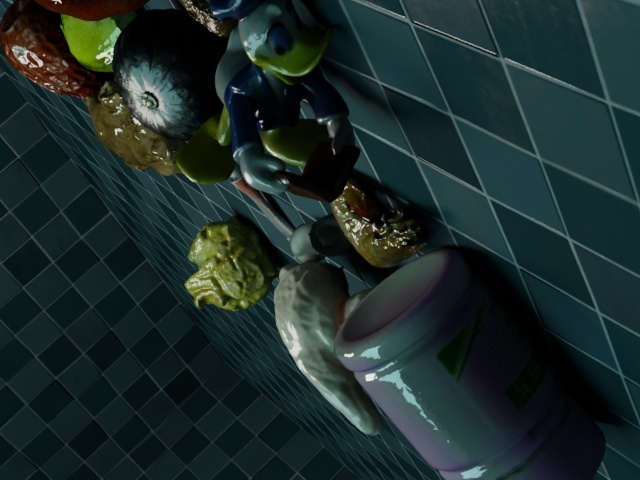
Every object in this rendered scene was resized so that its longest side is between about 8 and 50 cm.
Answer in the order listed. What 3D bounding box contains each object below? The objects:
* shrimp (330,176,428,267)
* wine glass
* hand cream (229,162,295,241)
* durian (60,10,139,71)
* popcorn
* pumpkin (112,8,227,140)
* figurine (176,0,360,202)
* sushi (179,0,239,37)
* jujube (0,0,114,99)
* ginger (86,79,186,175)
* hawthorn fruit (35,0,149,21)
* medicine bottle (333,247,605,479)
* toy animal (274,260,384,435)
[{"bbox_3d":[0.073,-0.034,1.595,0.152,0.063,0.287,59,168,-2],"label":"shrimp"},{"bbox_3d":[0.000,0.000,1.885,0.072,0.072,0.155,48,167,-5],"label":"wine glass"},{"bbox_3d":[-0.099,-0.064,2.094,0.216,0.038,0.052,48,-168,-30],"label":"hand cream"},{"bbox_3d":[-0.355,-0.348,1.928,0.250,0.101,0.139,32,125,48],"label":"durian"},{"bbox_3d":[-0.178,0.048,2.402,0.185,0.167,0.187,22,-127,-63],"label":"popcorn"},{"bbox_3d":[-0.203,-0.231,1.668,0.194,0.150,0.194,33,164,11],"label":"pumpkin"},{"bbox_3d":[-0.069,-0.165,1.370,0.338,0.205,0.283,84,164,-51],"label":"figurine"},{"bbox_3d":[-0.141,-0.299,1.487,0.120,0.052,0.055,44,149,26],"label":"sushi"},{"bbox_3d":[-0.489,-0.355,2.230,0.236,0.168,0.168,38,175,-37],"label":"jujube"},{"bbox_3d":[-0.322,-0.205,2.196,0.219,0.123,0.270,50,157,-26],"label":"ginger"},{"bbox_3d":[-0.283,-0.366,1.448,0.205,0.205,0.253,52,175,-19],"label":"hawthorn fruit"},{"bbox_3d":[0.192,0.192,1.533,0.325,0.212,0.212,50,167,-10],"label":"medicine bottle"},{"bbox_3d":[0.051,0.106,1.842,0.266,0.188,0.308,31,-154,5],"label":"toy animal"}]
